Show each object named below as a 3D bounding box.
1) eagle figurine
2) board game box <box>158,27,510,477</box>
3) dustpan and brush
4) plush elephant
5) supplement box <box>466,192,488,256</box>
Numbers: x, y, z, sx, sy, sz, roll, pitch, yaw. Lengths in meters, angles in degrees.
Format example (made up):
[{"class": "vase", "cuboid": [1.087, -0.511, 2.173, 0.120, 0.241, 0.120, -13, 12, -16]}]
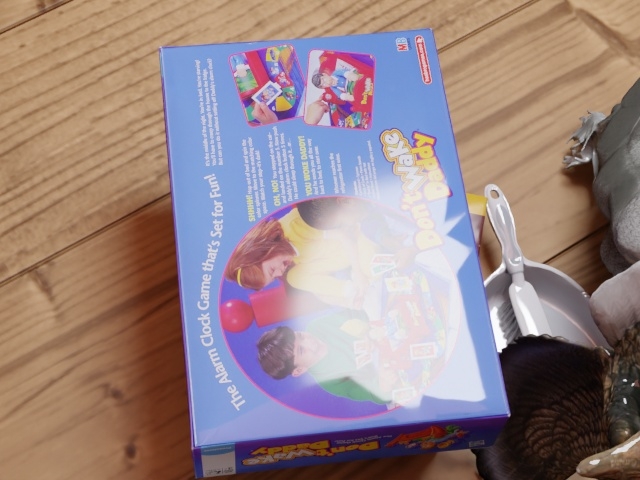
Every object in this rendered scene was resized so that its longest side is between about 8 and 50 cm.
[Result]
[{"class": "eagle figurine", "cuboid": [0.236, 0.150, 0.964, 0.225, 0.298, 0.226, -39, 87, 0]}, {"class": "board game box", "cuboid": [0.000, 0.000, 1.011, 0.233, 0.078, 0.347, -5, 64, -6]}, {"class": "dustpan and brush", "cuboid": [0.182, 0.051, 1.152, 0.147, 0.060, 0.211, -12, 66, -9]}, {"class": "plush elephant", "cuboid": [0.375, -0.036, 1.110, 0.255, 0.330, 0.272, 35, 84, -7]}, {"class": "supplement box", "cuboid": [0.032, 0.057, 1.102, 0.191, 0.129, 0.194, 11, 64, 2]}]
